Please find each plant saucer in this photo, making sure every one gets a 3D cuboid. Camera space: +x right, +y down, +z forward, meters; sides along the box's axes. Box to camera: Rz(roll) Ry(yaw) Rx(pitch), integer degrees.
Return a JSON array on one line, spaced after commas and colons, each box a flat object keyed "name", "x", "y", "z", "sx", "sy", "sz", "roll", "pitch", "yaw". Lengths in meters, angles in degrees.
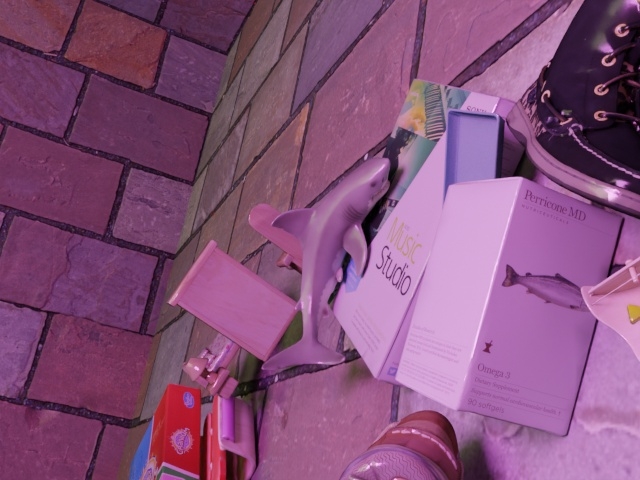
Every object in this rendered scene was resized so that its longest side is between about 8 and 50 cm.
[{"name": "plant saucer", "x": 0.145, "y": -0.028, "z": 0.655, "sx": 0.067, "sy": 0.018, "sz": 0.192, "roll": 23, "pitch": 117, "yaw": 54}]

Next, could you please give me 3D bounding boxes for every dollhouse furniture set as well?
[{"name": "dollhouse furniture set", "x": -0.168, "y": 0.092, "z": 1.193, "sx": 0.303, "sy": 0.174, "sz": 0.355, "roll": -56, "pitch": 13, "yaw": -13}]

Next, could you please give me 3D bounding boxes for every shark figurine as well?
[{"name": "shark figurine", "x": -0.013, "y": 0.021, "z": 0.858, "sx": 0.166, "sy": 0.116, "sz": 0.278, "roll": -165, "pitch": 94, "yaw": -73}]

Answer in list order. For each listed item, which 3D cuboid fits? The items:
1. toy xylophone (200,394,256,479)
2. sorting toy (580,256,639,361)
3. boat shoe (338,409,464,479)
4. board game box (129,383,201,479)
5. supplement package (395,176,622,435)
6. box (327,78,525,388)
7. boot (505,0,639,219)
[{"name": "toy xylophone", "x": -0.188, "y": 0.427, "z": 1.181, "sx": 0.322, "sy": 0.081, "sz": 0.236, "roll": -65, "pitch": 21, "yaw": 21}, {"name": "sorting toy", "x": 0.227, "y": 0.046, "z": 0.453, "sx": 0.083, "sy": 0.045, "sz": 0.075, "roll": -50, "pitch": 36, "yaw": 46}, {"name": "boat shoe", "x": 0.056, "y": 0.286, "z": 0.626, "sx": 0.116, "sy": 0.123, "sz": 0.324, "roll": -42, "pitch": -23, "yaw": -54}, {"name": "board game box", "x": -0.277, "y": 0.447, "z": 1.183, "sx": 0.242, "sy": 0.064, "sz": 0.316, "roll": -62, "pitch": 23, "yaw": 28}, {"name": "supplement package", "x": 0.150, "y": 0.050, "z": 0.558, "sx": 0.105, "sy": 0.105, "sz": 0.179, "roll": -176, "pitch": 103, "yaw": -71}, {"name": "box", "x": 0.111, "y": -0.023, "z": 0.804, "sx": 0.321, "sy": 0.059, "sz": 0.232, "roll": -67, "pitch": 20, "yaw": 11}, {"name": "boot", "x": 0.230, "y": -0.128, "z": 0.512, "sx": 0.236, "sy": 0.085, "sz": 0.178, "roll": -95, "pitch": 27, "yaw": -63}]
